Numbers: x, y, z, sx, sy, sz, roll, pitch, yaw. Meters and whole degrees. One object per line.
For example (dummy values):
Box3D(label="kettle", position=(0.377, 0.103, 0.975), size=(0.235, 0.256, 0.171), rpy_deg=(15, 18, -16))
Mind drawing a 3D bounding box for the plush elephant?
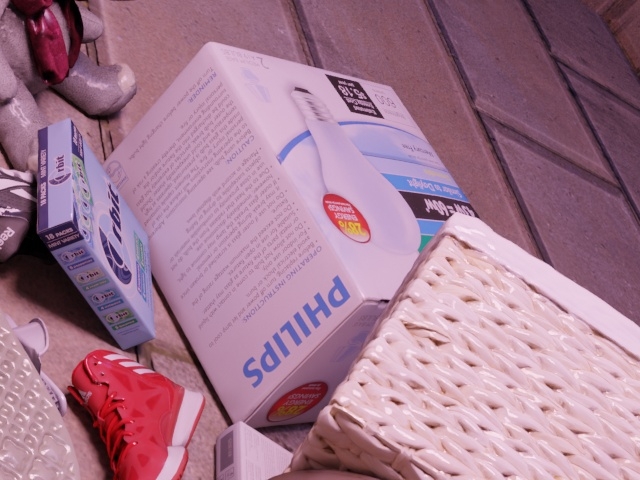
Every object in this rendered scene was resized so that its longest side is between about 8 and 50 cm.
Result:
Box3D(label="plush elephant", position=(-0.304, -0.283, 1.494), size=(0.330, 0.255, 0.272), rpy_deg=(44, 28, -3))

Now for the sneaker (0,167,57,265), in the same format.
Box3D(label="sneaker", position=(-0.331, -0.030, 1.309), size=(0.234, 0.078, 0.106), rpy_deg=(17, 36, -45))

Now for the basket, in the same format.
Box3D(label="basket", position=(0.143, 0.224, 1.184), size=(0.331, 0.328, 0.266), rpy_deg=(34, 47, 5))

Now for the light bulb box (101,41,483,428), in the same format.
Box3D(label="light bulb box", position=(0.000, 0.000, 1.560), size=(0.358, 0.225, 0.361), rpy_deg=(4, 47, -52))

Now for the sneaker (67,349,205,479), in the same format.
Box3D(label="sneaker", position=(-0.188, 0.180, 1.239), size=(0.128, 0.087, 0.221), rpy_deg=(32, 17, -7))

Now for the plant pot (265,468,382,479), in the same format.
Box3D(label="plant pot", position=(-0.008, 0.379, 1.002), size=(0.323, 0.323, 0.280), rpy_deg=(45, 44, 0))

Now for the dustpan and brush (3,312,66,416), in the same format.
Box3D(label="dustpan and brush", position=(-0.265, 0.115, 1.192), size=(0.060, 0.147, 0.211), rpy_deg=(-8, 27, -34))

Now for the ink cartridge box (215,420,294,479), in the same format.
Box3D(label="ink cartridge box", position=(-0.030, 0.280, 1.355), size=(0.179, 0.045, 0.145), rpy_deg=(40, 26, -30))

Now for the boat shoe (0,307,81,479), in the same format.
Box3D(label="boat shoe", position=(-0.348, 0.054, 1.088), size=(0.187, 0.156, 0.500), rpy_deg=(-2, 55, -47))

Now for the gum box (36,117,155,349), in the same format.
Box3D(label="gum box", position=(-0.226, -0.006, 1.369), size=(0.157, 0.041, 0.184), rpy_deg=(-101, 167, -46))
